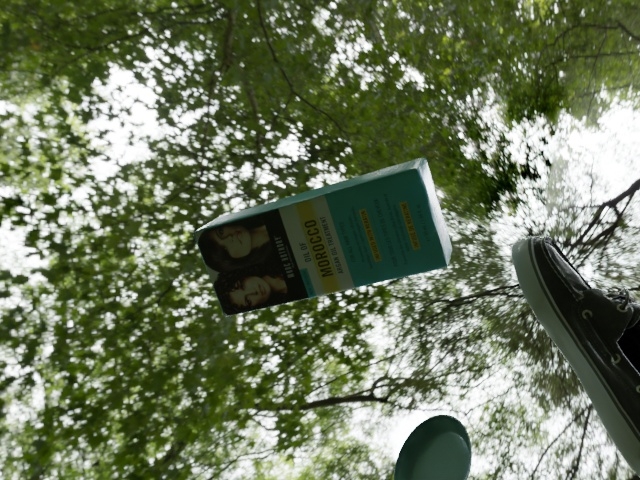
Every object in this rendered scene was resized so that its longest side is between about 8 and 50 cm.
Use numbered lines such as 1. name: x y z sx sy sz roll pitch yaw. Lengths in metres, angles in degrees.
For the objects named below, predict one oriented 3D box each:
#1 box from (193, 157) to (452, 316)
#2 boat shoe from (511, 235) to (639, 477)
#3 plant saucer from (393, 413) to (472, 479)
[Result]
1. box: 0.000 0.000 0.599 0.244 0.060 0.101 -15 -79 21
2. boat shoe: 0.247 0.081 0.498 0.076 0.080 0.229 -42 -127 33
3. plant saucer: 0.136 0.265 0.695 0.021 0.119 0.119 36 -76 -21
